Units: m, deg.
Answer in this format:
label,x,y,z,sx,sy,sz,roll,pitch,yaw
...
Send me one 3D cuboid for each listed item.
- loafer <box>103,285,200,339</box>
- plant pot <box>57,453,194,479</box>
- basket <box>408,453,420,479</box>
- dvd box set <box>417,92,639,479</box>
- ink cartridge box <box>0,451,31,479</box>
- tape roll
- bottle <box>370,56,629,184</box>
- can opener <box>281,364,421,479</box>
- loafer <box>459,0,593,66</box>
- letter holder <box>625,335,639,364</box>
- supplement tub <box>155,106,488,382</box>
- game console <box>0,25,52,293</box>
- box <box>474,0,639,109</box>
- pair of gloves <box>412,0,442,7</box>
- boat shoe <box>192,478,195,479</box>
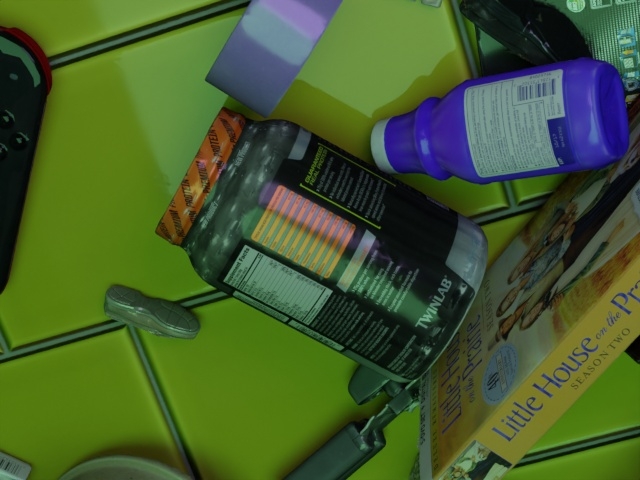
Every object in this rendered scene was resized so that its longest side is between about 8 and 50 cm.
label,x,y,z,sx,sy,sz,roll,pitch,yaw
loafer,-0.210,0.096,1.485,0.125,0.045,0.039,22,127,2
plant pot,-0.283,0.475,1.436,0.333,0.305,0.334,7,109,20
basket,0.159,0.348,1.489,0.113,0.167,0.103,12,104,-1
dvd box set,0.251,0.056,1.267,0.062,0.308,0.420,33,114,-10
ink cartridge box,-0.518,0.344,1.589,0.206,0.045,0.208,26,111,-7
tape roll,-0.042,-0.230,1.273,0.080,0.189,0.189,32,109,-7
bottle,0.187,-0.120,1.297,0.282,0.092,0.118,-7,93,37
can opener,0.034,0.236,1.515,0.283,0.076,0.095,-42,70,17
loafer,0.225,-0.223,1.293,0.170,0.062,0.061,39,146,-15
letter holder,0.415,-0.001,1.287,0.152,0.214,0.302,30,97,-7
supplement tub,0.000,0.000,1.345,0.338,0.207,0.207,29,109,-7
game console,-0.526,-0.130,1.408,0.386,0.060,0.342,18,110,-2
box,0.273,-0.193,1.345,0.184,0.045,0.191,-9,109,5
pair of gloves,0.071,-0.383,1.287,0.240,0.042,0.204,28,113,-1
boat shoe,-0.189,0.383,1.577,0.064,0.060,0.178,23,114,22
